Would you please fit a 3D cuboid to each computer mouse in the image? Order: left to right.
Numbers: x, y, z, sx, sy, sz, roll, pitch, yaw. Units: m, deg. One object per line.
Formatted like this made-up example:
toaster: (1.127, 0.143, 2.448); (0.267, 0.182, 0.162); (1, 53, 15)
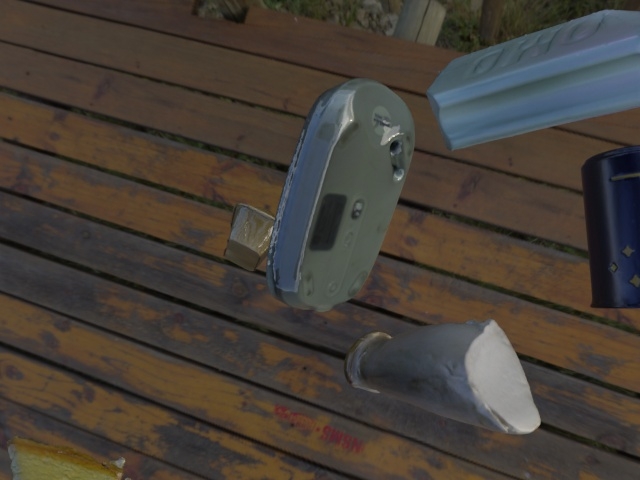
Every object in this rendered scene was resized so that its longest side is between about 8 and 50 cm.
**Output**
computer mouse: (0.023, -0.059, 0.854); (0.095, 0.197, 0.330); (33, 109, 46)

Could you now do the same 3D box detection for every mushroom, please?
mushroom: (0.184, 0.215, 1.047); (0.138, 0.407, 0.154); (-27, 100, -30)

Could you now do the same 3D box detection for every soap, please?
soap: (0.305, -0.225, 0.847); (0.290, 0.172, 0.095); (-9, 120, 38)

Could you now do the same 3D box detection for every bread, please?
bread: (-0.296, 0.300, 0.682); (0.127, 0.147, 0.152); (-43, 123, -4)

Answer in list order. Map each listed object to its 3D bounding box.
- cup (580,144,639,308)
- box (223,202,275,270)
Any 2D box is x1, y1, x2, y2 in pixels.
cup: (0.569, -0.020, 1.030); (0.255, 0.178, 0.256); (-1, 85, -17)
box: (-0.129, -0.011, 1.176); (0.111, 0.177, 0.111); (4, 71, -13)
